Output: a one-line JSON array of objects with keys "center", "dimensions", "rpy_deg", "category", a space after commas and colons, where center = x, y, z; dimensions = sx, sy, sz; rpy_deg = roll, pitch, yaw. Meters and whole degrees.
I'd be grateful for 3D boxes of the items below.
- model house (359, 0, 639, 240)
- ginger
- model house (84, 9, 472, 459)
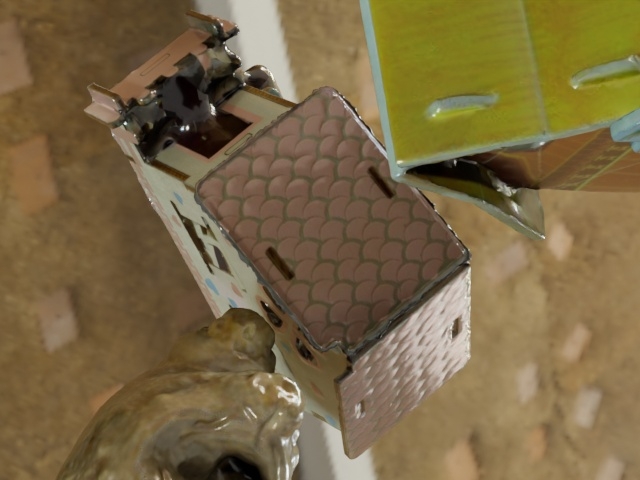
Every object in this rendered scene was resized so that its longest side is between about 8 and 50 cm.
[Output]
[{"center": [0.188, -0.156, 0.886], "dimensions": [0.323, 0.340, 0.300], "rpy_deg": [-2, -110, -22], "category": "model house"}, {"center": [-0.084, 0.135, 1.109], "dimensions": [0.130, 0.275, 0.221], "rpy_deg": [41, -121, -7], "category": "ginger"}, {"center": [0.000, 0.000, 1.247], "dimensions": [0.169, 0.244, 0.326], "rpy_deg": [-35, -60, -16], "category": "model house"}]
